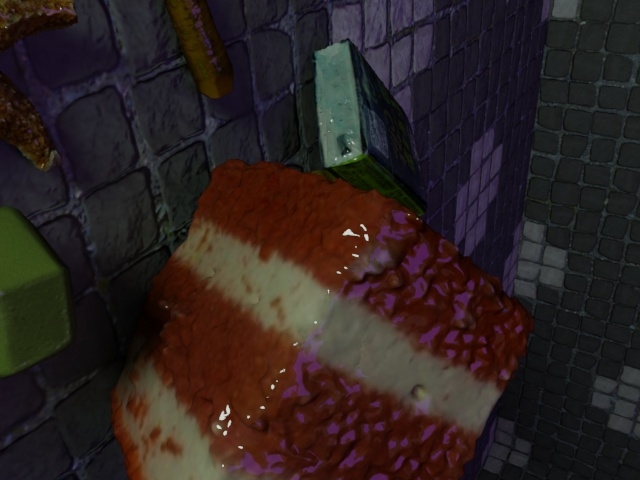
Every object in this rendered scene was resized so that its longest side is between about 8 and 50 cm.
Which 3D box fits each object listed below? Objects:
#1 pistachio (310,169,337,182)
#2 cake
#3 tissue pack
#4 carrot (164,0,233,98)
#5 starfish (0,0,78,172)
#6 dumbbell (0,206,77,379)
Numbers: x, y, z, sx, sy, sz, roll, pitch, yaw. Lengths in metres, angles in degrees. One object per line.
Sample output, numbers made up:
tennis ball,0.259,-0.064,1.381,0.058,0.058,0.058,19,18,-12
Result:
pistachio,0.003,0.002,0.756,0.100,0.110,0.189,-179,-77,-78
cake,-0.017,0.119,0.558,0.269,0.270,0.319,34,85,-37
tissue pack,0.070,-0.137,0.784,0.235,0.073,0.173,29,49,-60
carrot,-0.117,-0.209,0.520,0.042,0.042,0.170,-51,141,-35
starfish,-0.249,-0.105,0.346,0.227,0.043,0.240,-60,145,-25
dumbbell,-0.283,0.072,0.302,0.302,0.121,0.108,-30,100,-50
